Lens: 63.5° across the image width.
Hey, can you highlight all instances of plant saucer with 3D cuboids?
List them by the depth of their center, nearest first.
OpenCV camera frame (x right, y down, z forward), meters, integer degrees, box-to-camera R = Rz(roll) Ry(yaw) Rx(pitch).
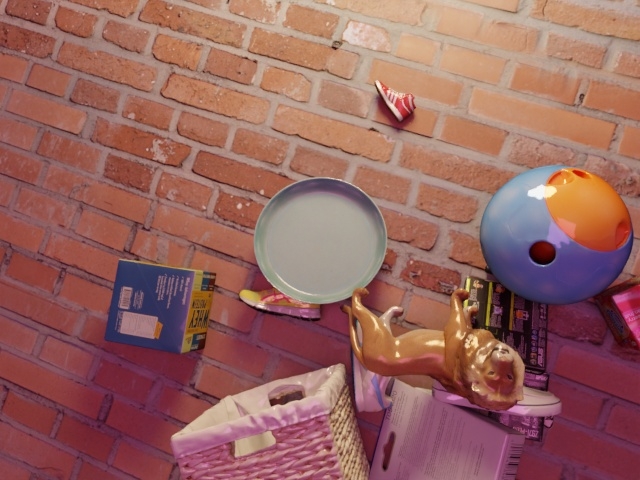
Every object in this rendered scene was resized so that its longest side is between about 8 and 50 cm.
[{"bbox_3d":[0.000,0.000,1.244,0.317,0.044,0.318,-1,72,3],"label":"plant saucer"}]

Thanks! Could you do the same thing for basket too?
[{"bbox_3d":[-0.080,0.451,1.094,0.328,0.331,0.266,-19,83,8],"label":"basket"}]

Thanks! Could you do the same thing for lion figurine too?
[{"bbox_3d":[0.207,0.223,1.059,0.392,0.142,0.240,-6,50,24],"label":"lion figurine"}]

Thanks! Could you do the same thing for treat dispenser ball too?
[{"bbox_3d":[0.480,-0.011,1.070,0.288,0.288,0.288,-1,84,10],"label":"treat dispenser ball"}]

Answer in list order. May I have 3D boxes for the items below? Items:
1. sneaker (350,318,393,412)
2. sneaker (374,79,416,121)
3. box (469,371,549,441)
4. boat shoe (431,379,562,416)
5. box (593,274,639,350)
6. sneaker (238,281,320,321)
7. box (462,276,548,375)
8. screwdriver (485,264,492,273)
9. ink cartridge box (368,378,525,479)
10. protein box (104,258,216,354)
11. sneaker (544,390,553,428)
[{"bbox_3d":[0.118,0.280,1.206,0.092,0.087,0.229,-4,87,0],"label":"sneaker"},{"bbox_3d":[0.188,-0.359,1.280,0.067,0.042,0.118,-34,87,8],"label":"sneaker"},{"bbox_3d":[0.399,0.348,1.149,0.180,0.077,0.147,7,85,11],"label":"box"},{"bbox_3d":[0.364,0.304,1.071,0.258,0.095,0.084,5,89,9],"label":"boat shoe"},{"bbox_3d":[0.743,0.121,1.092,0.257,0.122,0.128,-25,81,6],"label":"box"},{"bbox_3d":[-0.095,0.136,1.263,0.208,0.081,0.094,9,77,5],"label":"sneaker"},{"bbox_3d":[0.404,0.185,1.147,0.184,0.045,0.191,8,60,13],"label":"box"},{"bbox_3d":[0.468,0.079,1.200,0.170,0.024,0.025,11,115,4],"label":"screwdriver"},{"bbox_3d":[0.242,0.500,1.095,0.071,0.330,0.324,17,87,-31],"label":"ink cartridge box"},{"bbox_3d":[-0.389,0.160,1.274,0.201,0.136,0.200,7,85,10],"label":"protein box"},{"bbox_3d":[0.503,0.378,1.149,0.032,0.037,0.083,-3,85,8],"label":"sneaker"}]
